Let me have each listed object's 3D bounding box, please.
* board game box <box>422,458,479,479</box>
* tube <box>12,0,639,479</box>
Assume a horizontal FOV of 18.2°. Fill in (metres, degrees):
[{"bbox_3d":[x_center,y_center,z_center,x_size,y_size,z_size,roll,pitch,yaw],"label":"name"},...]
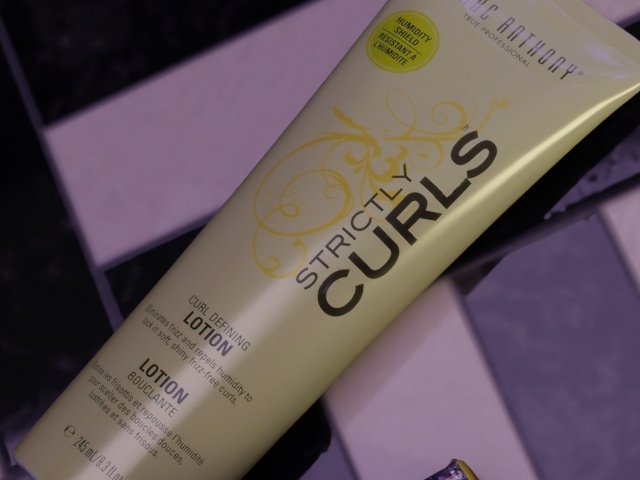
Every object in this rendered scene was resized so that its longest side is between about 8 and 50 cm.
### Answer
[{"bbox_3d":[0.030,0.176,0.610,0.141,0.048,0.170,-31,73,1],"label":"board game box"},{"bbox_3d":[0.000,0.000,0.654,0.240,0.062,0.070,-47,113,-7],"label":"tube"}]
